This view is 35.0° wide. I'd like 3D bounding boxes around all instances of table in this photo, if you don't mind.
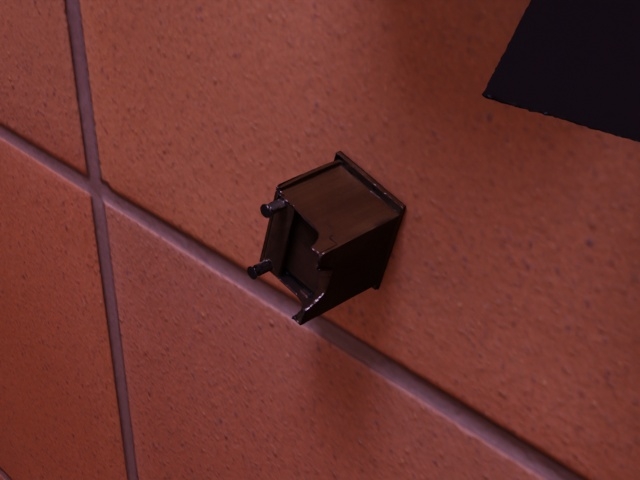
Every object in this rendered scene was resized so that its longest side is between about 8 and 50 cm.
[{"bbox_3d":[0.000,0.000,0.717,0.070,0.082,0.083,42,138,26],"label":"table"}]

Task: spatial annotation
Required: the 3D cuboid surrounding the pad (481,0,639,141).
[{"bbox_3d":[0.244,-0.105,0.284,0.367,0.007,0.247,24,86,41],"label":"pad"}]
